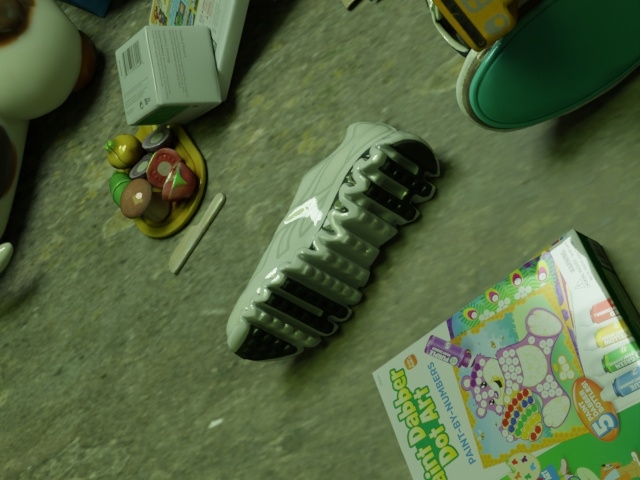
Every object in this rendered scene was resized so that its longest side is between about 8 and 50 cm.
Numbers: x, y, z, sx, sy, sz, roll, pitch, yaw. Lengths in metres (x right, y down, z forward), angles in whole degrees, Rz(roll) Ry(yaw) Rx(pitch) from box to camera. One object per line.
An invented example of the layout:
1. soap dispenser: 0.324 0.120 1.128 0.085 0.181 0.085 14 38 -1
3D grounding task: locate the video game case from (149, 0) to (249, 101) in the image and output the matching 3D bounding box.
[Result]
1. video game case: -0.146 -0.320 1.475 0.206 0.026 0.227 51 136 41

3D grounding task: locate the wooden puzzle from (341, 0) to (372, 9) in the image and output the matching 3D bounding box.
1. wooden puzzle: 0.043 -0.314 1.386 0.078 0.014 0.116 -39 51 29

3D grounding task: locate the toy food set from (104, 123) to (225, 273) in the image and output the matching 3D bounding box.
1. toy food set: -0.211 -0.077 1.469 0.128 0.071 0.218 -50 48 14

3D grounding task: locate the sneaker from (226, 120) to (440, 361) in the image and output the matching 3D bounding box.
1. sneaker: 0.000 0.000 1.243 0.292 0.110 0.118 -51 40 2

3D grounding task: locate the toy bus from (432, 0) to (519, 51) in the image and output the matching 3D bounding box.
1. toy bus: 0.159 -0.292 1.090 0.130 0.108 0.333 -33 19 23

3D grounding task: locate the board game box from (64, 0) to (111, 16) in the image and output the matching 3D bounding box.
1. board game box: -0.366 -0.514 1.770 0.308 0.086 0.302 27 92 44

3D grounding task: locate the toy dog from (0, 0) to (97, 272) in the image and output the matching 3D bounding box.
1. toy dog: -0.497 -0.174 1.620 0.408 0.284 0.395 -55 47 7

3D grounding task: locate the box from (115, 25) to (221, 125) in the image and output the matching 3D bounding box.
1. box: -0.187 -0.201 1.454 0.101 0.087 0.102 -20 80 57

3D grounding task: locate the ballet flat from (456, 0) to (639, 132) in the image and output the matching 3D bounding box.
1. ballet flat: 0.285 -0.255 1.090 0.400 0.139 0.139 -41 51 16

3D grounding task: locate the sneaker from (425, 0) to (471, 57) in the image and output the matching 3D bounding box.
1. sneaker: 0.144 -0.241 1.217 0.064 0.086 0.192 -44 50 19

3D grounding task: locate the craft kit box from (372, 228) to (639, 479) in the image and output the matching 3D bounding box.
1. craft kit box: 0.187 0.158 1.043 0.246 0.061 0.250 -41 51 25
